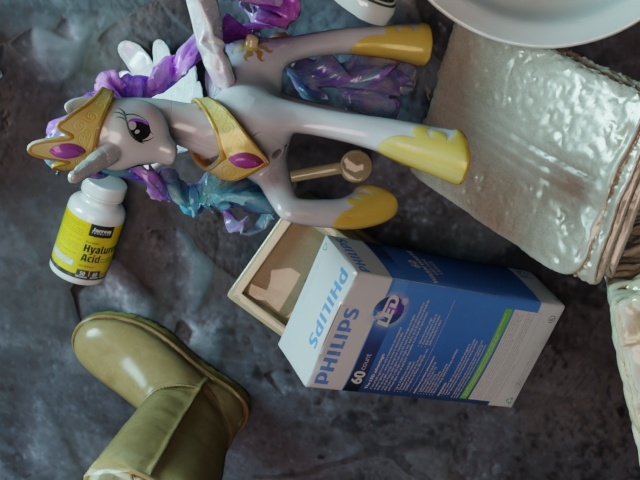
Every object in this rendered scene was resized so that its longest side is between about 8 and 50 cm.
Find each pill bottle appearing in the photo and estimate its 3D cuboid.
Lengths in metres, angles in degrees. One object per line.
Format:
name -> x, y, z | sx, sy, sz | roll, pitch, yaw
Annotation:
pill bottle -> -0.251, -0.015, 1.339 | 0.065, 0.065, 0.116 | 22, 112, 2

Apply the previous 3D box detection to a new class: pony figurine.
pony figurine -> -0.074, -0.149, 1.129 | 0.363, 0.351, 0.303 | 5, 131, -12

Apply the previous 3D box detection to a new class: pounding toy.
pounding toy -> -0.004, -0.010, 1.286 | 0.181, 0.094, 0.206 | 36, 103, 2

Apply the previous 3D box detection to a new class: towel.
towel -> 0.198, -0.095, 1.150 | 0.049, 0.282, 0.187 | 1, 117, -37

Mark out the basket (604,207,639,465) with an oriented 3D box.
basket -> 0.449, 0.116, 1.152 | 0.328, 0.266, 0.331 | -11, 105, 15

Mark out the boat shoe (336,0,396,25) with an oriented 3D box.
boat shoe -> 0.023, -0.289, 1.120 | 0.077, 0.219, 0.070 | 8, 136, -37

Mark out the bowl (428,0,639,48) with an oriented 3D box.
bowl -> 0.206, -0.331, 1.104 | 0.297, 0.134, 0.298 | 4, 111, 10

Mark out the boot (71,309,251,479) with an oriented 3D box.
boot -> -0.191, 0.188, 1.290 | 0.236, 0.269, 0.089 | 26, 110, 0

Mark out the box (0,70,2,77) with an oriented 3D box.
box -> -0.511, -0.134, 1.303 | 0.311, 0.148, 0.121 | -30, 101, 17

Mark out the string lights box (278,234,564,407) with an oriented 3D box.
string lights box -> 0.104, 0.086, 1.232 | 0.259, 0.077, 0.133 | 11, 115, -31
